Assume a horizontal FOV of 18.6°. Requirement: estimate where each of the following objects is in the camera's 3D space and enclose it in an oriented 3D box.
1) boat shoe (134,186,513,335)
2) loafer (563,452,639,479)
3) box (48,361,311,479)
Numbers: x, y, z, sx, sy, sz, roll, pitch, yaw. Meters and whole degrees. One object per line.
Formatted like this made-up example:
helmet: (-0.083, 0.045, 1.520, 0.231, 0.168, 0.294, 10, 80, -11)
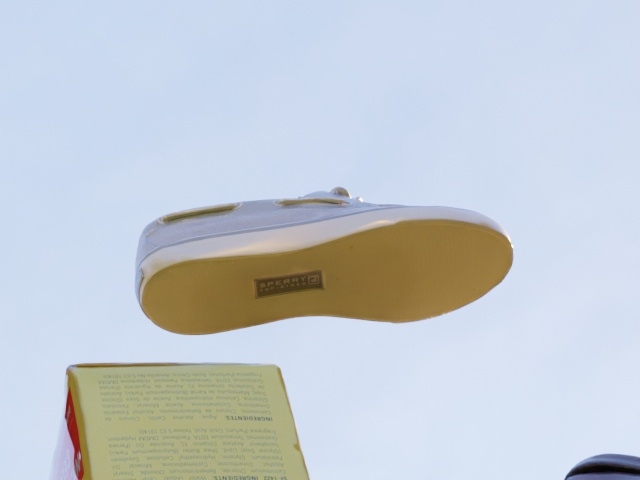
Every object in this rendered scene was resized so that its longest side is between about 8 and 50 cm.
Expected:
boat shoe: (-0.001, 0.001, 1.172, 0.227, 0.081, 0.079, -5, -51, -8)
loafer: (0.269, 0.207, 1.294, 0.095, 0.302, 0.109, -25, -72, -43)
box: (-0.021, 0.135, 0.426, 0.058, 0.232, 0.087, 2, -49, -16)
